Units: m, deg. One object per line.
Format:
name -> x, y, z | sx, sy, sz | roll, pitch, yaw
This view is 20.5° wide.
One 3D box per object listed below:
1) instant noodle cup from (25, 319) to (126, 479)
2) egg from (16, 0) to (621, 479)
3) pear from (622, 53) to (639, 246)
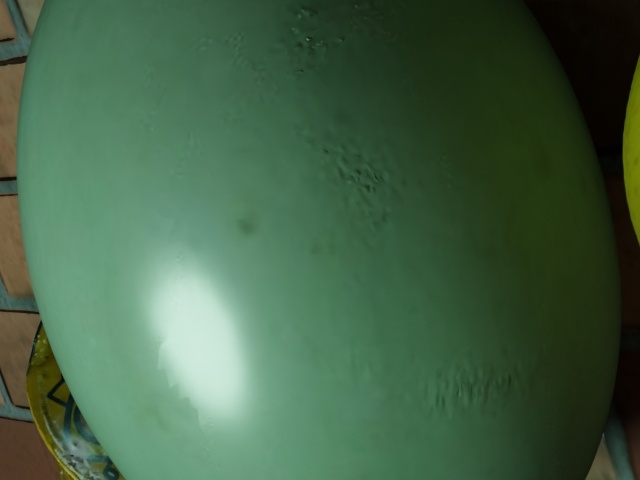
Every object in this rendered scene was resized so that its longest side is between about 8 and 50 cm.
instant noodle cup -> -0.071, 0.122, 1.086 | 0.216, 0.216, 0.172 | 44, 149, 23
egg -> 0.000, 0.000, 0.851 | 0.276, 0.276, 0.389 | -2, 109, 50
pear -> 0.206, 0.003, 0.648 | 0.267, 0.178, 0.267 | 33, 158, 15
